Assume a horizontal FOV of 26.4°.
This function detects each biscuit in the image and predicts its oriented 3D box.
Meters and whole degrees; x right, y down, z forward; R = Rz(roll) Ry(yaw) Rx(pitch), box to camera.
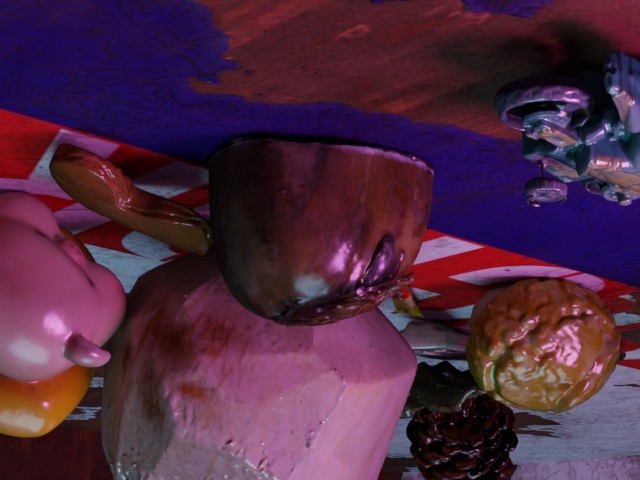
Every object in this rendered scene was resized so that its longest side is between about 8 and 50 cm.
[{"bbox_3d":[0.112,0.070,1.978,0.048,0.026,0.292,19,169,16],"label":"biscuit"},{"bbox_3d":[-0.207,-0.041,1.499,0.192,0.036,0.186,24,167,-1],"label":"biscuit"}]

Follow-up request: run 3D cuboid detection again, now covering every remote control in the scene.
[{"bbox_3d":[0.190,0.161,2.230,0.090,0.049,0.230,-4,171,18],"label":"remote control"}]

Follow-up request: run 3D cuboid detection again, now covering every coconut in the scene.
[{"bbox_3d":[-0.083,0.170,1.718,0.415,0.415,0.344,3,-169,1],"label":"coconut"}]

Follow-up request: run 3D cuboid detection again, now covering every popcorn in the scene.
[{"bbox_3d":[0.318,0.147,1.938,0.221,0.184,0.204,14,131,-25],"label":"popcorn"}]

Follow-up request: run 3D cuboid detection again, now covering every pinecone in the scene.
[{"bbox_3d":[0.280,0.383,2.733,0.224,0.224,0.272,-1,140,14],"label":"pinecone"}]

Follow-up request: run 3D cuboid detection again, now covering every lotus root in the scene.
[{"bbox_3d":[0.000,0.000,1.487,0.272,0.192,0.272,-3,160,-1],"label":"lotus root"}]

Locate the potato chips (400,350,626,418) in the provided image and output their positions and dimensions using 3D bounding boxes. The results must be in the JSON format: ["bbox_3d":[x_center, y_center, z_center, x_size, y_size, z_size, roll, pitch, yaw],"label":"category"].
[{"bbox_3d":[0.302,0.232,2.367,0.373,0.097,0.389,-4,171,-40],"label":"potato chips"}]

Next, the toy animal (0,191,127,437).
[{"bbox_3d":[-0.382,0.038,1.654,0.345,0.277,0.247,35,143,2],"label":"toy animal"}]

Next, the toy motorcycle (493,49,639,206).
[{"bbox_3d":[0.279,-0.091,1.218,0.198,0.109,0.296,-11,161,34],"label":"toy motorcycle"}]
